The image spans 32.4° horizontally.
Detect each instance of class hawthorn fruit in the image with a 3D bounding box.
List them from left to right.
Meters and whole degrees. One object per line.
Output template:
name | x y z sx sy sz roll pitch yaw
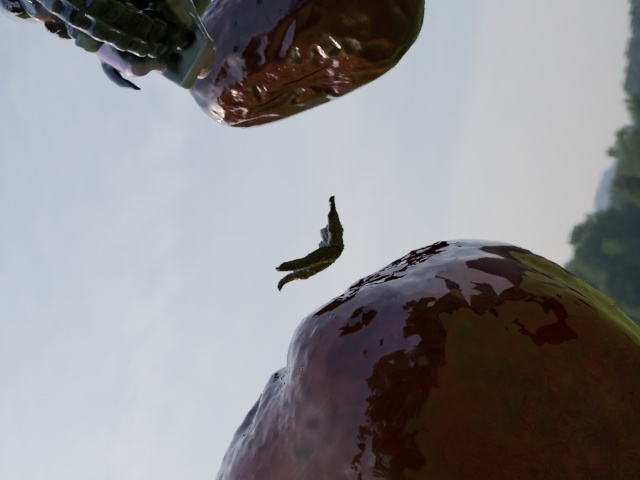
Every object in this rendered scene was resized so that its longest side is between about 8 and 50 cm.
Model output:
hawthorn fruit | 0.068 0.099 0.415 0.179 0.200 0.179 -53 -6 -8

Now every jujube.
jujube | -0.023 -0.266 1.386 0.223 0.318 0.223 45 -153 -31

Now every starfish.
starfish | 0.003 0.004 1.174 0.133 0.041 0.130 -46 -11 -41

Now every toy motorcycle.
toy motorcycle | -0.146 -0.200 0.853 0.143 0.188 0.327 -60 31 16
